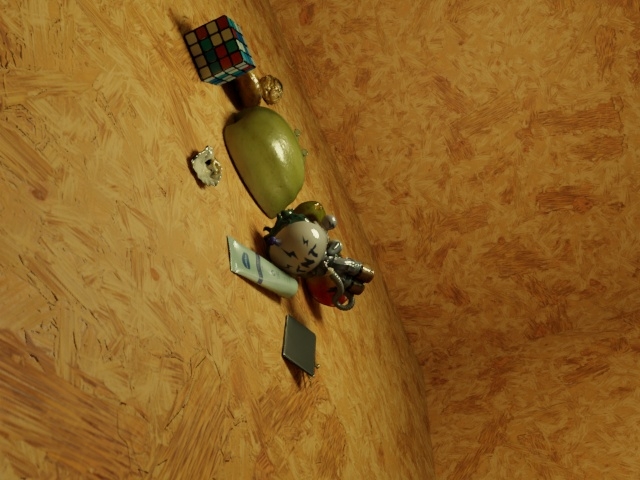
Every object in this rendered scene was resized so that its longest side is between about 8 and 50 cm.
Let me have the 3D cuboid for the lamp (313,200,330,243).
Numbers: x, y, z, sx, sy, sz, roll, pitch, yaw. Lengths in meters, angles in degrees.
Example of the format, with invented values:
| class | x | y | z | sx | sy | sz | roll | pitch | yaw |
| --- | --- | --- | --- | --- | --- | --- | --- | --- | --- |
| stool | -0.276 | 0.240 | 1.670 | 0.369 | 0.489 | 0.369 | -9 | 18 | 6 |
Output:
| class | x | y | z | sx | sy | sz | roll | pitch | yaw |
| --- | --- | --- | --- | --- | --- | --- | --- | --- | --- |
| lamp | 0.000 | 0.000 | 2.177 | 0.089 | 0.090 | 0.325 | 17 | 54 | -74 |

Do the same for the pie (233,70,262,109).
| class | x | y | z | sx | sy | sz | roll | pitch | yaw |
| --- | --- | --- | --- | --- | --- | --- | --- | --- | --- |
| pie | -0.286 | -0.585 | 1.868 | 0.273 | 0.069 | 0.273 | 58 | -12 | 20 |

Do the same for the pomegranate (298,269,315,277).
| class | x | y | z | sx | sy | sz | roll | pitch | yaw |
| --- | --- | --- | --- | --- | --- | --- | --- | --- | --- |
| pomegranate | -0.063 | 0.085 | 1.786 | 0.142 | 0.115 | 0.114 | -27 | 97 | -47 |

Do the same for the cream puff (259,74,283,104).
| class | x | y | z | sx | sy | sz | roll | pitch | yaw |
| --- | --- | --- | --- | --- | --- | --- | --- | --- | --- |
| cream puff | -0.219 | -0.678 | 2.306 | 0.119 | 0.104 | 0.132 | -48 | 118 | -83 |

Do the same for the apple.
| class | x | y | z | sx | sy | sz | roll | pitch | yaw |
| --- | --- | --- | --- | --- | --- | --- | --- | --- | --- |
| apple | -0.198 | -0.278 | 1.808 | 0.320 | 0.312 | 0.360 | -42 | 119 | -27 |

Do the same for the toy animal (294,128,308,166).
| class | x | y | z | sx | sy | sz | roll | pitch | yaw |
| --- | --- | --- | --- | --- | --- | --- | --- | --- | --- |
| toy animal | -0.112 | -0.389 | 2.352 | 0.101 | 0.103 | 0.218 | 109 | -39 | -72 |

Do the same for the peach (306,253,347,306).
| class | x | y | z | sx | sy | sz | roll | pitch | yaw |
| --- | --- | --- | --- | --- | --- | --- | --- | --- | --- |
| peach | 0.039 | 0.146 | 1.901 | 0.190 | 0.191 | 0.192 | -88 | 172 | -59 |

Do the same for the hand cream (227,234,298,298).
| class | x | y | z | sx | sy | sz | roll | pitch | yaw |
| --- | --- | --- | --- | --- | --- | --- | --- | --- | --- |
| hand cream | -0.169 | 0.094 | 1.478 | 0.321 | 0.067 | 0.109 | 38 | 34 | -52 |

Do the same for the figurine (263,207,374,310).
| class | x | y | z | sx | sy | sz | roll | pitch | yaw |
| --- | --- | --- | --- | --- | --- | --- | --- | --- | --- |
| figurine | -0.010 | 0.041 | 1.644 | 0.382 | 0.260 | 0.186 | 27 | 6 | -26 |

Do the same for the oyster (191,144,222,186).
| class | x | y | z | sx | sy | sz | roll | pitch | yaw |
| --- | --- | --- | --- | --- | --- | --- | --- | --- | --- |
| oyster | -0.302 | -0.204 | 1.366 | 0.121 | 0.045 | 0.145 | 46 | 34 | -67 |

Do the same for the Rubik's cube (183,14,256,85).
| class | x | y | z | sx | sy | sz | roll | pitch | yaw |
| --- | --- | --- | --- | --- | --- | --- | --- | --- | --- |
| Rubik's cube | -0.322 | -0.609 | 1.663 | 0.151 | 0.155 | 0.154 | -49 | 118 | -77 |

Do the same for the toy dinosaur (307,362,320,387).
| class | x | y | z | sx | sy | sz | roll | pitch | yaw |
| --- | --- | --- | --- | --- | --- | --- | --- | --- | --- |
| toy dinosaur | -0.051 | 0.351 | 1.570 | 0.126 | 0.039 | 0.162 | 53 | 21 | -19 |

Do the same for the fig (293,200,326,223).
| class | x | y | z | sx | sy | sz | roll | pitch | yaw |
| --- | --- | --- | --- | --- | --- | --- | --- | --- | --- |
| fig | -0.041 | -0.089 | 2.031 | 0.144 | 0.154 | 0.165 | 33 | -28 | 4 |

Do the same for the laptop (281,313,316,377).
| class | x | y | z | sx | sy | sz | roll | pitch | yaw |
| --- | --- | --- | --- | --- | --- | --- | --- | --- | --- |
| laptop | -0.061 | 0.313 | 1.537 | 0.129 | 0.016 | 0.180 | 40 | 24 | -21 |
